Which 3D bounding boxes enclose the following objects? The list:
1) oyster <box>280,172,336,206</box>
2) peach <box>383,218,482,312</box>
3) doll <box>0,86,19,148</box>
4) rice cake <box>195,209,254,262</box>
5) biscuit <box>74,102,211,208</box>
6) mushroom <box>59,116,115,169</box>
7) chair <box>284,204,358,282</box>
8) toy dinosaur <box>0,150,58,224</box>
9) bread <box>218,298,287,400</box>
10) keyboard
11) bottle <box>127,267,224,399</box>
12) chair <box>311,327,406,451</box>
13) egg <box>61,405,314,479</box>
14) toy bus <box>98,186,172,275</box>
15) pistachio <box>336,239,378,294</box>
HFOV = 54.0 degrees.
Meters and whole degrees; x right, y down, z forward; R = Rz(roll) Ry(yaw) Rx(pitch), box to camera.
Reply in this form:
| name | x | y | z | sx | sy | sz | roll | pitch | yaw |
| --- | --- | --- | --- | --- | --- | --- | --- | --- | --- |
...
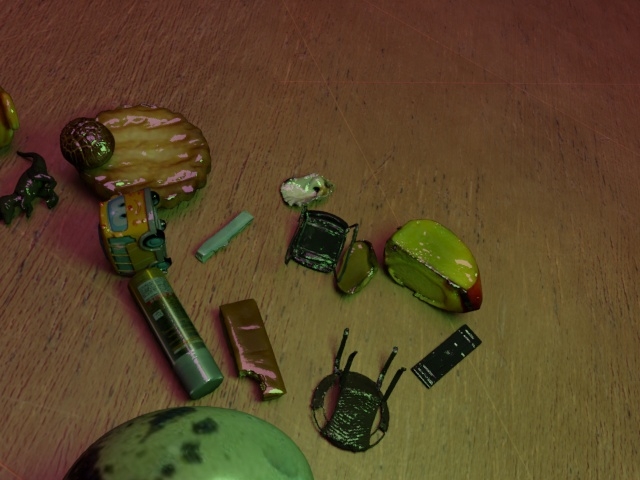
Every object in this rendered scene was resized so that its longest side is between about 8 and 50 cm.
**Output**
| name | x | y | z | sx | sy | sz | roll | pitch | yaw |
| --- | --- | --- | --- | --- | --- | --- | --- | --- | --- |
| oyster | -0.037 | -0.135 | 1.639 | 0.122 | 0.045 | 0.146 | 32 | 59 | 3 |
| peach | 0.286 | 0.062 | 1.527 | 0.267 | 0.158 | 0.154 | 33 | 62 | 9 |
| doll | -0.827 | -0.271 | 1.414 | 0.270 | 0.162 | 0.166 | -22 | 79 | -19 |
| rice cake | -0.224 | -0.010 | 1.496 | 0.042 | 0.030 | 0.180 | 40 | 54 | 8 |
| biscuit | -0.427 | -0.194 | 1.519 | 0.326 | 0.107 | 0.325 | 10 | 52 | -13 |
| mushroom | -0.519 | -0.218 | 1.395 | 0.126 | 0.085 | 0.109 | 15 | 51 | 6 |
| chair | 0.000 | 0.000 | 1.522 | 0.140 | 0.221 | 0.145 | 20 | 94 | -4 |
| toy dinosaur | -0.681 | -0.135 | 1.404 | 0.179 | 0.087 | 0.187 | 36 | 51 | 8 |
| bread | -0.147 | 0.235 | 1.332 | 0.088 | 0.049 | 0.226 | -8 | 59 | -23 |
| keyboard | 0.299 | 0.269 | 1.474 | 0.204 | 0.013 | 0.061 | -30 | 69 | -33 |
| bottle | -0.300 | 0.188 | 1.294 | 0.082 | 0.082 | 0.286 | -23 | 64 | -30 |
| chair | 0.082 | 0.318 | 1.324 | 0.174 | 0.149 | 0.213 | 21 | 93 | -6 |
| egg | -0.206 | 0.433 | 0.983 | 0.428 | 0.345 | 0.345 | -10 | 58 | -39 |
| toy bus | -0.397 | -0.012 | 1.336 | 0.136 | 0.209 | 0.126 | -10 | 59 | -12 |
| pistachio | 0.095 | 0.073 | 1.529 | 0.090 | 0.049 | 0.173 | 9 | 51 | 17 |
